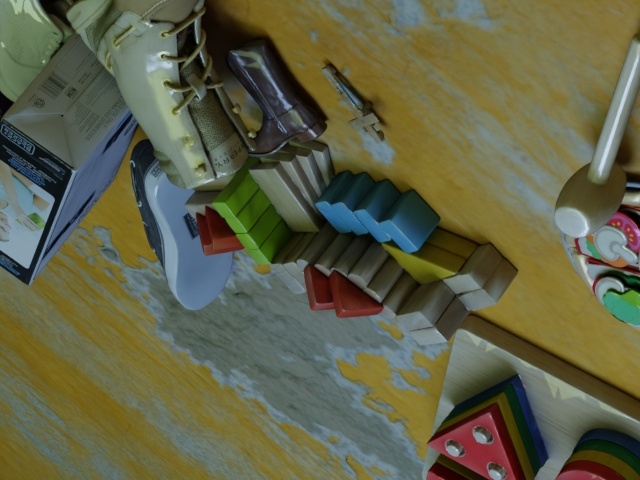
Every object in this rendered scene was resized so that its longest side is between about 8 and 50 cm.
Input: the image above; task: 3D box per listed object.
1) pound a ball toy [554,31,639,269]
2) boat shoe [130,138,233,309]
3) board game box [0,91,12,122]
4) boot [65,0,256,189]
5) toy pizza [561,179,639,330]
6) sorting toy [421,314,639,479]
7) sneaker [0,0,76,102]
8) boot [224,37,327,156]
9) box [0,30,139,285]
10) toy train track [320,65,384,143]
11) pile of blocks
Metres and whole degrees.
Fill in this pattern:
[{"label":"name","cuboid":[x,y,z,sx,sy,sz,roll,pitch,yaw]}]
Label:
[{"label":"pound a ball toy","cuboid":[0.273,-0.059,1.278,0.208,0.136,0.319,28,147,17]},{"label":"boat shoe","cuboid":[-0.155,-0.019,1.888,0.076,0.080,0.228,42,162,35]},{"label":"board game box","cuboid":[-0.461,-0.202,1.891,0.233,0.078,0.347,13,143,15]},{"label":"boot","cuboid":[-0.116,-0.152,1.574,0.262,0.095,0.203,-15,106,60]},{"label":"toy pizza","cuboid":[0.287,0.030,1.504,0.201,0.032,0.201,27,150,18]},{"label":"sorting toy","cuboid":[0.217,0.238,1.778,0.257,0.089,0.255,28,139,18]},{"label":"sneaker","cuboid":[-0.275,-0.205,1.756,0.094,0.080,0.212,14,144,16]},{"label":"boot","cuboid":[-0.061,-0.133,1.650,0.106,0.037,0.114,-16,125,40]},{"label":"box","cuboid":[-0.259,-0.089,1.804,0.087,0.169,0.290,35,150,-1]},{"label":"toy train track","cuboid":[0.031,-0.123,1.590,0.083,0.014,0.048,51,156,-12]},{"label":"pile of blocks","cuboid":[0.000,0.000,1.698,0.362,0.112,0.149,19,146,29]}]
